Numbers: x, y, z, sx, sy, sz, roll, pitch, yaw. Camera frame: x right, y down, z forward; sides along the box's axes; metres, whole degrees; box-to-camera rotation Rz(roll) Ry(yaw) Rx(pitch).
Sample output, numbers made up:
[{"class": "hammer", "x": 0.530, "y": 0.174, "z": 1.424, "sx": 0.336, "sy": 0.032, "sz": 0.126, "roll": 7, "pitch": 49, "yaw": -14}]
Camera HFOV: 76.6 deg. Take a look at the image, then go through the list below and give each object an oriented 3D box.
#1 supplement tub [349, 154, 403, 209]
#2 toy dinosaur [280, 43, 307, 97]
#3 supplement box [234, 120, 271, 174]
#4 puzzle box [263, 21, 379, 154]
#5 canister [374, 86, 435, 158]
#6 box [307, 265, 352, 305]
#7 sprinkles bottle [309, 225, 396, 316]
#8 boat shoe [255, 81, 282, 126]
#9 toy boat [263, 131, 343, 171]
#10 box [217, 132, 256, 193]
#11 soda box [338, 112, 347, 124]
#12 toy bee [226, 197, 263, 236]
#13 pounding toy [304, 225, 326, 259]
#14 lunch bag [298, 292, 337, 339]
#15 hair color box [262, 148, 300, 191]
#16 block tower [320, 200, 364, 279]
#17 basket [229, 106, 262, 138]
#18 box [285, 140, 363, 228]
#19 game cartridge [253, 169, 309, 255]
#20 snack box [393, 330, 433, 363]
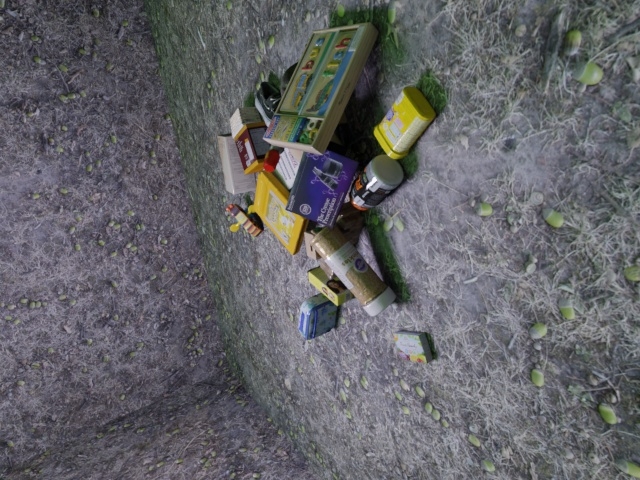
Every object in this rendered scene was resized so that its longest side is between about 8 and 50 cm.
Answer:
[{"class": "supplement tub", "x": 0.173, "y": -0.181, "z": 1.313, "sx": 0.116, "sy": 0.117, "sz": 0.190, "roll": 64, "pitch": 149, "yaw": 14}, {"class": "toy dinosaur", "x": -0.089, "y": -0.553, "z": 1.498, "sx": 0.121, "sy": 0.161, "sz": 0.313, "roll": -68, "pitch": -18, "yaw": -62}, {"class": "supplement box", "x": -0.306, "y": -0.446, "z": 1.957, "sx": 0.191, "sy": 0.129, "sz": 0.194, "roll": -15, "pitch": 93, "yaw": 61}, {"class": "puzzle box", "x": -0.009, "y": -0.477, "z": 1.272, "sx": 0.272, "sy": 0.052, "sz": 0.408, "roll": 23, "pitch": 88, "yaw": 47}, {"class": "canister", "x": 0.239, "y": -0.336, "z": 1.164, "sx": 0.126, "sy": 0.073, "sz": 0.170, "roll": 62, "pitch": 147, "yaw": 17}, {"class": "box", "x": 0.039, "y": 0.192, "z": 1.774, "sx": 0.232, "sy": 0.087, "sz": 0.058, "roll": 34, "pitch": 135, "yaw": 46}, {"class": "sprinkles bottle", "x": 0.114, "y": 0.103, "z": 1.460, "sx": 0.355, "sy": 0.121, "sz": 0.121, "roll": 49, "pitch": 148, "yaw": 1}, {"class": "boat shoe", "x": -0.193, "y": -0.567, "z": 1.711, "sx": 0.335, "sy": 0.121, "sz": 0.119, "roll": 50, "pitch": 145, "yaw": 35}, {"class": "toy boat", "x": -0.073, "y": -0.347, "z": 1.488, "sx": 0.319, "sy": 0.148, "sz": 0.267, "roll": -8, "pitch": 142, "yaw": 30}, {"class": "box", "x": -0.451, "y": -0.421, "z": 2.201, "sx": 0.121, "sy": 0.148, "sz": 0.310, "roll": 27, "pitch": 127, "yaw": 52}, {"class": "soda box", "x": 0.033, "y": -0.493, "z": 1.433, "sx": 0.058, "sy": 0.061, "sz": 0.181, "roll": -10, "pitch": 97, "yaw": 60}, {"class": "toy bee", "x": -0.468, "y": -0.140, "z": 2.331, "sx": 0.298, "sy": 0.162, "sz": 0.195, "roll": 26, "pitch": 91, "yaw": 26}, {"class": "pounding toy", "x": 0.000, "y": 0.000, "z": 1.687, "sx": 0.100, "sy": 0.130, "sz": 0.141, "roll": 21, "pitch": 123, "yaw": 54}, {"class": "lunch bag", "x": -0.012, "y": 0.346, "z": 1.850, "sx": 0.090, "sy": 0.176, "sz": 0.218, "roll": 45, "pitch": 140, "yaw": 39}, {"class": "hair color box", "x": -0.129, "y": -0.304, "z": 1.762, "sx": 0.347, "sy": 0.105, "sz": 0.173, "roll": -31, "pitch": 81, "yaw": 60}, {"class": "block tower", "x": 0.079, "y": 0.011, "z": 1.599, "sx": 0.091, "sy": 0.097, "sz": 0.335, "roll": 48, "pitch": 144, "yaw": 35}, {"class": "basket", "x": -0.373, "y": -0.586, "z": 2.016, "sx": 0.167, "sy": 0.113, "sz": 0.103, "roll": -14, "pitch": 89, "yaw": 61}, {"class": "box", "x": 0.009, "y": -0.197, "z": 1.372, "sx": 0.185, "sy": 0.103, "sz": 0.261, "roll": 22, "pitch": 122, "yaw": 3}, {"class": "game cartridge", "x": -0.186, "y": -0.126, "z": 1.823, "sx": 0.323, "sy": 0.053, "sz": 0.285, "roll": 46, "pitch": 147, "yaw": 19}, {"class": "snack box", "x": 0.327, "y": 0.375, "z": 1.439, "sx": 0.141, "sy": 0.037, "sz": 0.100, "roll": -18, "pitch": 89, "yaw": 60}]
